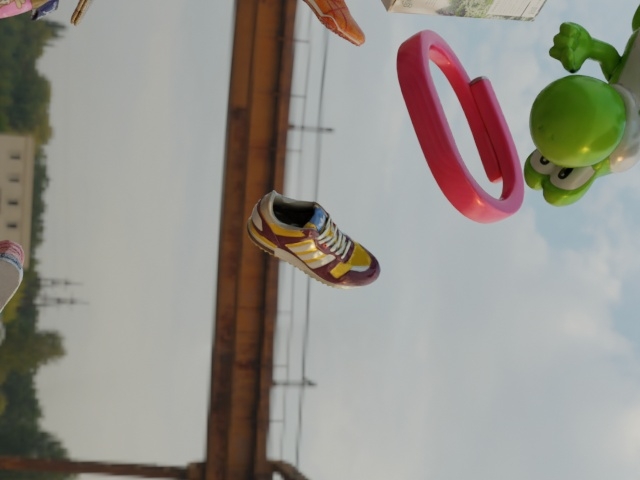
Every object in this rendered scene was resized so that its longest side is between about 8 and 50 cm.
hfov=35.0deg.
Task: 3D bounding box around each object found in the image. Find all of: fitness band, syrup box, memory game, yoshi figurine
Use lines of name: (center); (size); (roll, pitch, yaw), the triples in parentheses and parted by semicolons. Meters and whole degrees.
fitness band: (0.199, -0.161, 1.427); (0.054, 0.209, 0.290); (-26, -103, 32)
syrup box: (0.192, -0.360, 1.348); (0.093, 0.237, 0.096); (119, -39, -48)
memory game: (-0.255, -0.340, 1.229); (0.186, 0.012, 0.186); (-54, -164, 23)
yoshi figurine: (0.380, -0.198, 1.211); (0.362, 0.203, 0.203); (-48, -155, 3)

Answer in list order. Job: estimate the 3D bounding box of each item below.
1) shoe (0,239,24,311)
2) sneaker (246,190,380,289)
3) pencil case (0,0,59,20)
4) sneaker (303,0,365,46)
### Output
shoe: (-0.401, 0.078, 1.164); (0.178, 0.063, 0.081); (-49, -161, 7)
sneaker: (0.000, 0.000, 1.284); (0.084, 0.186, 0.069); (127, -18, -53)
pencil case: (-0.366, -0.406, 1.030); (0.167, 0.160, 0.386); (48, -28, 33)
sneaker: (0.010, -0.354, 1.468); (0.067, 0.175, 0.064); (-43, -164, 1)
